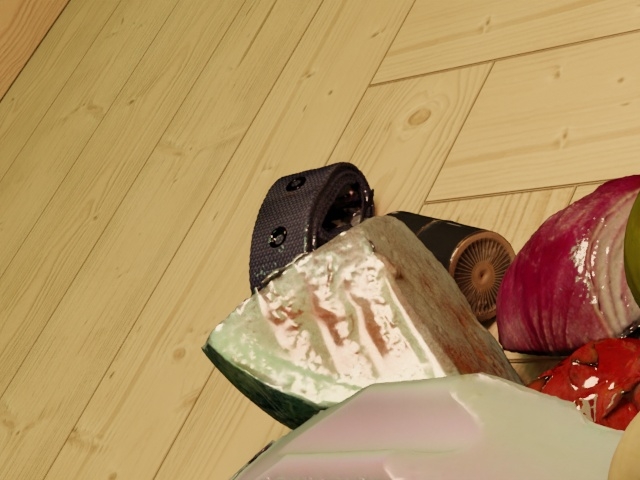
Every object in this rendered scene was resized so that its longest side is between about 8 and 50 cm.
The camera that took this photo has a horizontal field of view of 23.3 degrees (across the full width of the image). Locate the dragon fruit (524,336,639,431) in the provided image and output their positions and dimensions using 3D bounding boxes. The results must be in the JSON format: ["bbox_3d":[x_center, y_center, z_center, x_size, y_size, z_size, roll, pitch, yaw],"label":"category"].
[{"bbox_3d":[0.270,0.169,1.384,0.209,0.172,0.172,3,55,53],"label":"dragon fruit"}]

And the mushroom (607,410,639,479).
[{"bbox_3d":[0.357,0.199,1.070,0.353,0.325,0.353,-30,42,31],"label":"mushroom"}]

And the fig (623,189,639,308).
[{"bbox_3d":[0.368,0.001,1.395,0.207,0.207,0.230,-38,58,12],"label":"fig"}]

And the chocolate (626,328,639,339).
[{"bbox_3d":[0.282,0.137,1.504,0.167,0.072,0.072,-39,30,16],"label":"chocolate"}]

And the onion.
[{"bbox_3d":[0.272,0.005,1.579,0.250,0.111,0.247,-42,18,-23],"label":"onion"}]

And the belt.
[{"bbox_3d":[0.000,0.000,1.968,0.126,0.139,0.230,-16,38,32],"label":"belt"}]

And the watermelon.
[{"bbox_3d":[0.050,0.091,1.611,0.387,0.228,0.258,8,71,29],"label":"watermelon"}]

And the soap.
[{"bbox_3d":[0.100,0.261,1.364,0.446,0.261,0.156,-8,30,48],"label":"soap"}]

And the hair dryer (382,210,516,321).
[{"bbox_3d":[0.065,0.128,1.769,0.189,0.107,0.352,17,71,56],"label":"hair dryer"}]
